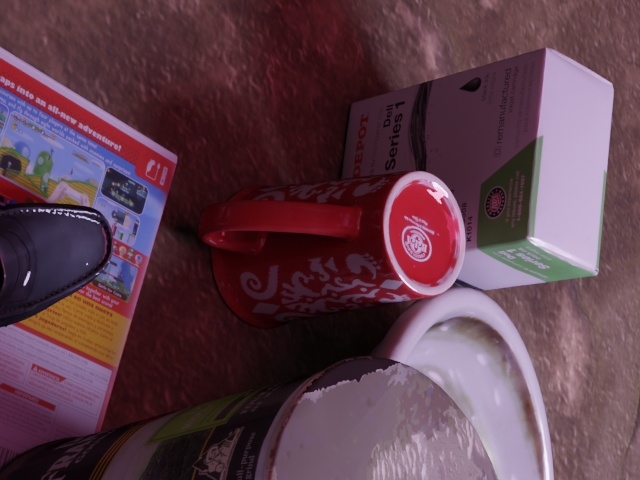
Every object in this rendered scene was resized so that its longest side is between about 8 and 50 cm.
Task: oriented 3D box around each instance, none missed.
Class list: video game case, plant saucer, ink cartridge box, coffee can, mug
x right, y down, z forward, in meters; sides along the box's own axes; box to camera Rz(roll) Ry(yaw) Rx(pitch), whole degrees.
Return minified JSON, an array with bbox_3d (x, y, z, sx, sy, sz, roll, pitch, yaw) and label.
[{"bbox_3d":[-0.208,0.027,0.993,0.204,0.025,0.285,32,62,-38],"label":"video game case"},{"bbox_3d":[0.072,0.236,1.158,0.400,0.100,0.400,4,86,-61],"label":"plant saucer"},{"bbox_3d":[0.117,-0.046,1.204,0.092,0.219,0.160,22,68,-39],"label":"ink cartridge box"},{"bbox_3d":[-0.054,0.194,0.889,0.201,0.275,0.201,21,60,-42],"label":"coffee can"},{"bbox_3d":[0.004,0.009,1.111,0.150,0.169,0.113,-20,99,-46],"label":"mug"}]

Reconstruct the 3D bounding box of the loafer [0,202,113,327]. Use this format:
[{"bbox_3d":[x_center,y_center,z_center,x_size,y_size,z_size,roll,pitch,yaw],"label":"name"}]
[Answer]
[{"bbox_3d":[-0.209,0.021,0.918,0.223,0.078,0.076,-17,96,-46],"label":"loafer"}]
